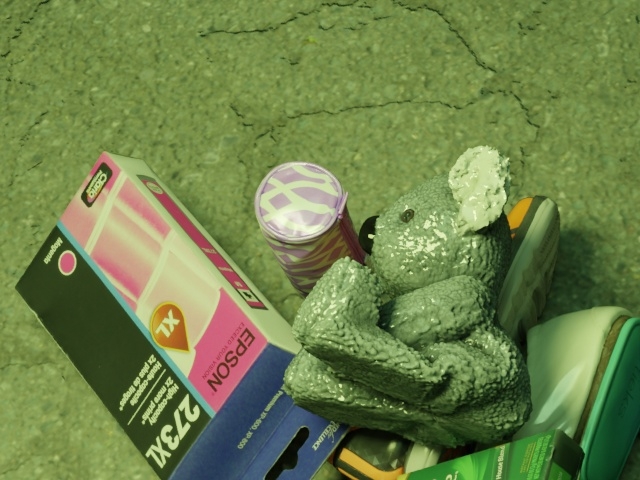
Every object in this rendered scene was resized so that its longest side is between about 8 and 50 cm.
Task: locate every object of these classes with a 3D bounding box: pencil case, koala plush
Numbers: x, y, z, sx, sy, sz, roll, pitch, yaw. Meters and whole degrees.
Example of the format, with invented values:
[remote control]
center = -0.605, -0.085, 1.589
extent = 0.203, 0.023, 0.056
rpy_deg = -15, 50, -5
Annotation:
[pencil case]
center = 0.000, 0.000, 1.684
extent = 0.088, 0.206, 0.086
rpy_deg = 17, 75, 18
[koala plush]
center = 0.097, 0.041, 1.512
extent = 0.203, 0.196, 0.221
rpy_deg = 18, 65, 2

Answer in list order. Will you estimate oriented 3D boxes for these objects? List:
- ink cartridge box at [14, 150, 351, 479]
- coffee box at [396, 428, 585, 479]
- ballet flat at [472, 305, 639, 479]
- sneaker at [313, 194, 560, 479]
[ink cartridge box]
center = -0.131, 0.096, 1.679
extent = 0.371, 0.069, 0.175
rpy_deg = 46, 110, 30
[coffee box]
center = 0.122, 0.224, 1.467
extent = 0.184, 0.040, 0.113
rpy_deg = -23, 34, 44
[ballet flat]
center = 0.179, 0.228, 1.550
extent = 0.139, 0.139, 0.400
rpy_deg = 12, 56, 19
[sneaker]
center = 0.088, 0.072, 1.660
extent = 0.180, 0.124, 0.321
rpy_deg = 21, 63, 22
